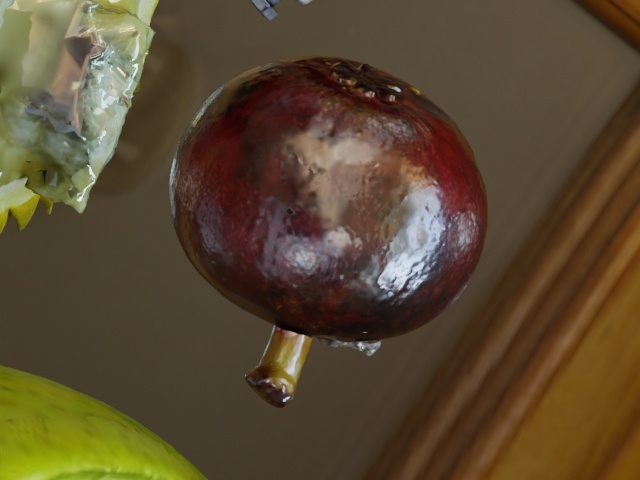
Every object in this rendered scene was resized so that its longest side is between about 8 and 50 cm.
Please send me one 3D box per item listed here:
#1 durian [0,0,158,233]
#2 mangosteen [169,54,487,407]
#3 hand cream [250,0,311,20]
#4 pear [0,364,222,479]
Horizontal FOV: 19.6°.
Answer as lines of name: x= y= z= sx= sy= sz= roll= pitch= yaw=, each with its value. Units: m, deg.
durian: x=-0.150 y=-0.119 z=0.796 sx=0.166 sy=0.172 sz=0.306 roll=-117 pitch=-146 yaw=-75
mangosteen: x=0.000 y=0.000 z=1.352 sx=0.235 sy=0.236 sz=0.261 roll=42 pitch=-58 yaw=50
hand cream: x=0.054 y=-0.268 z=1.400 sx=0.276 sy=0.095 sz=0.059 roll=-37 pitch=-146 yaw=6
pear: x=-0.206 y=0.145 z=0.654 sx=0.318 sy=0.342 sz=0.238 roll=10 pitch=-91 yaw=34
